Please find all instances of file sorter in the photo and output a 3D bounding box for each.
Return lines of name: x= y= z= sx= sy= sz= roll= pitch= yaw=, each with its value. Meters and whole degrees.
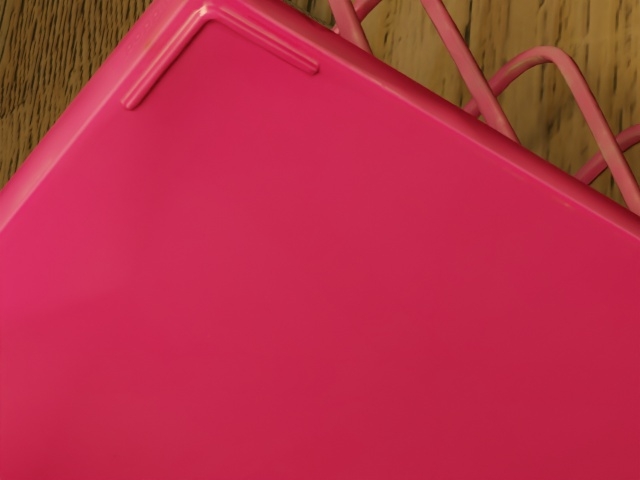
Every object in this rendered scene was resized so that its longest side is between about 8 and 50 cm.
file sorter: x=0.000 y=0.000 z=0.670 sx=0.202 sy=0.290 sz=0.182 roll=-48 pitch=34 yaw=23

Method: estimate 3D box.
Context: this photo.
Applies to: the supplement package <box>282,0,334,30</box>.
supplement package: x=-0.014 y=-0.037 z=0.877 sx=0.105 sy=0.105 sz=0.179 roll=-54 pitch=35 yaw=16
